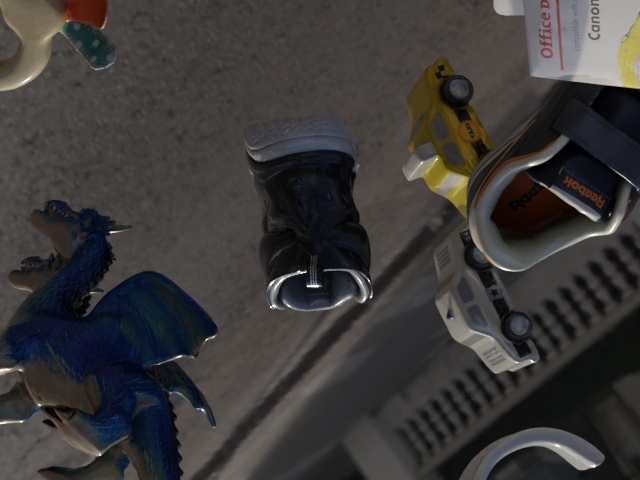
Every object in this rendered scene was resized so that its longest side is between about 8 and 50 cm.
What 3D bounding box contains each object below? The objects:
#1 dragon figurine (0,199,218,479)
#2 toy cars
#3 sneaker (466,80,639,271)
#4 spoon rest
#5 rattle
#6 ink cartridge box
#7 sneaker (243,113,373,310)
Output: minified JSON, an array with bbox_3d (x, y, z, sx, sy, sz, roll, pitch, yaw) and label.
[{"bbox_3d":[-0.108,0.073,0.604,0.144,0.289,0.085,-33,141,-39],"label":"dragon figurine"},{"bbox_3d":[0.156,-0.009,1.229,0.087,0.176,0.393,-22,120,-17],"label":"toy cars"},{"bbox_3d":[0.245,-0.097,0.900,0.321,0.126,0.127,-53,-168,28],"label":"sneaker"},{"bbox_3d":[0.130,0.263,0.941,0.276,0.084,0.137,-43,174,-19],"label":"spoon rest"},{"bbox_3d":[-0.255,-0.212,0.959,0.200,0.130,0.143,-10,-161,18],"label":"rattle"},{"bbox_3d":[0.186,-0.153,0.638,0.067,0.198,0.115,-62,150,-34],"label":"ink cartridge box"},{"bbox_3d":[-0.010,-0.016,0.916,0.101,0.153,0.268,-7,177,3],"label":"sneaker"}]
